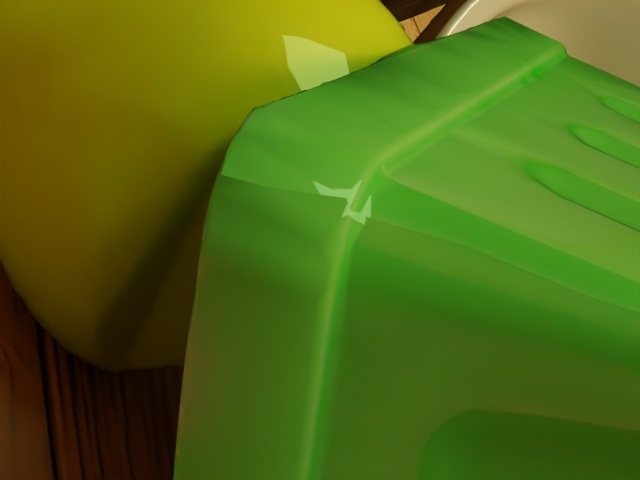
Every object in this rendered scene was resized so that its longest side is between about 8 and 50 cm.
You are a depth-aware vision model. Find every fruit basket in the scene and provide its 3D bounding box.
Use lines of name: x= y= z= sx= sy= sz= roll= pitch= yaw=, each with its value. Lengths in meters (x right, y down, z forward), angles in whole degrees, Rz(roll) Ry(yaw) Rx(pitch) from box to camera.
fruit basket: x=0.002 y=0.025 z=0.498 sx=0.392 sy=0.282 sz=0.392 roll=7 pitch=16 yaw=-2

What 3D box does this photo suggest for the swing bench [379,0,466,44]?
swing bench: x=0.023 y=-0.243 z=0.818 sx=0.165 sy=0.255 sz=0.253 roll=15 pitch=44 yaw=-55

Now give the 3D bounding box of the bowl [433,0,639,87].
bowl: x=0.146 y=-0.016 z=0.811 sx=0.298 sy=0.134 sz=0.297 roll=2 pitch=85 yaw=-26
